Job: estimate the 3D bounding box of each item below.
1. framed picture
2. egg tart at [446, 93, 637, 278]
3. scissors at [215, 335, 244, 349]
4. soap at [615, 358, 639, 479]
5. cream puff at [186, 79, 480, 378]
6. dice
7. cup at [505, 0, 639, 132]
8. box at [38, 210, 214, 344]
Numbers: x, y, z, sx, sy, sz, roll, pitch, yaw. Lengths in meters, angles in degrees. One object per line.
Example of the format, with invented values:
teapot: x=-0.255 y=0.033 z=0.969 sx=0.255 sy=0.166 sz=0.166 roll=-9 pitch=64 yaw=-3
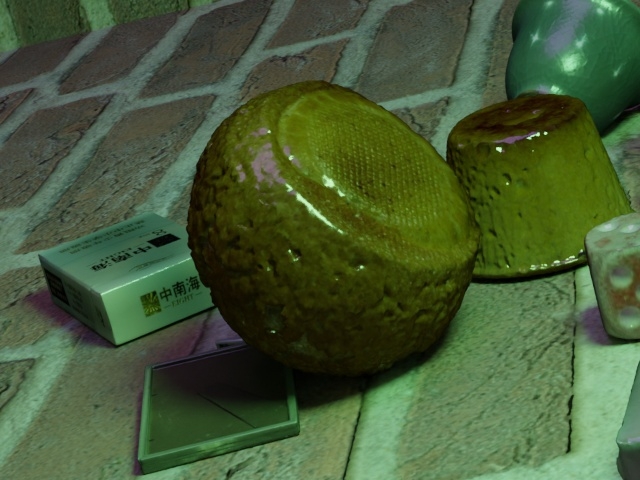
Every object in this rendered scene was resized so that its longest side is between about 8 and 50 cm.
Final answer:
framed picture: x=-0.095 y=0.148 z=1.865 sx=0.150 sy=0.015 sz=0.203 roll=-14 pitch=21 yaw=2
egg tart: x=0.217 y=-0.060 z=2.047 sx=0.202 sy=0.147 sz=0.202 roll=-13 pitch=20 yaw=5
scissors: x=-0.019 y=0.094 z=1.980 sx=0.176 sy=0.022 sz=0.085 roll=-8 pitch=25 yaw=12
soap: x=0.357 y=0.128 z=1.459 sx=0.259 sy=0.081 sz=0.181 roll=-11 pitch=17 yaw=18
cream puff: x=0.000 y=0.000 z=1.881 sx=0.212 sy=0.303 sz=0.303 roll=-49 pitch=0 yaw=30
dice: x=0.290 y=0.030 z=1.794 sx=0.091 sy=0.094 sz=0.093 roll=-12 pitch=19 yaw=7
cup: x=0.293 y=-0.191 z=2.382 sx=0.199 sy=0.199 sz=0.150 roll=-2 pitch=40 yaw=38
box: x=-0.209 y=0.039 z=2.240 sx=0.155 sy=0.067 sz=0.243 roll=-23 pitch=19 yaw=-18
